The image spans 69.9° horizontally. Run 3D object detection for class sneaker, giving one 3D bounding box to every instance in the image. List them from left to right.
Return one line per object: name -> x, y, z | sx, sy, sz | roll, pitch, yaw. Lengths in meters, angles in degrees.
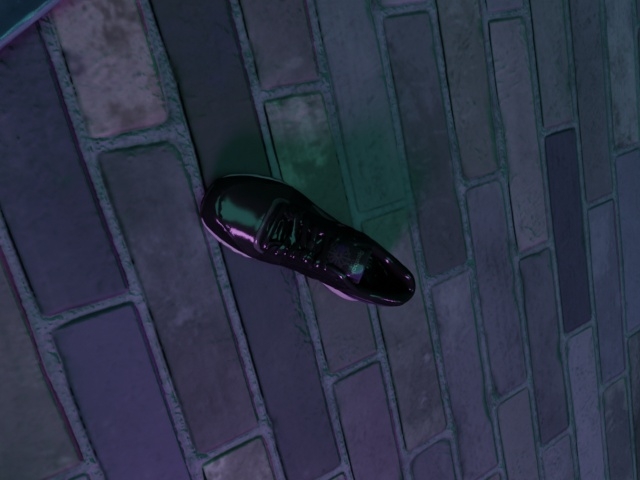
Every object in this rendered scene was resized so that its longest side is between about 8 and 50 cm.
sneaker -> 0.000, 0.000, 0.552 | 0.283, 0.124, 0.107 | 26, 84, -27

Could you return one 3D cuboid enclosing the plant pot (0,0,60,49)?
plant pot -> -0.332, -0.285, 0.288 | 0.252, 0.248, 0.247 | 44, 76, -8
